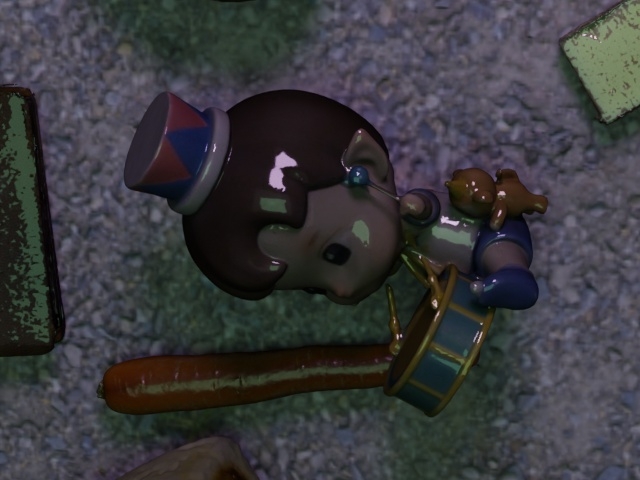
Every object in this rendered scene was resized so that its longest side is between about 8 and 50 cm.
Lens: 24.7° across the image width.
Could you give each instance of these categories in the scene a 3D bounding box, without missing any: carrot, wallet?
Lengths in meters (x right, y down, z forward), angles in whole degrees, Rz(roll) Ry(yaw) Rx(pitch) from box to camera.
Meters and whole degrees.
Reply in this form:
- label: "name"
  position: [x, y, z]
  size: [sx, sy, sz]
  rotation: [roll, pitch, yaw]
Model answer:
- label: "carrot"
  position: [-0.041, 0.097, 1.049]
  size: [0.247, 0.043, 0.043]
  rotation: [-6, 103, 10]
- label: "wallet"
  position: [-0.249, -0.013, 1.063]
  size: [0.110, 0.031, 0.198]
  rotation: [-2, 104, 10]

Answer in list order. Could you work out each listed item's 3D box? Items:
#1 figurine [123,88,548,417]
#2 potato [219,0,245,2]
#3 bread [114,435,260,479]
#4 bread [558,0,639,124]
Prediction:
- label: "figurine"
  position: [0.003, -0.007, 0.952]
  size: [0.275, 0.158, 0.161]
  rotation: [27, 147, 1]
- label: "potato"
  position: [-0.074, -0.247, 0.947]
  size: [0.200, 0.081, 0.164]
  rotation: [39, 116, 2]
- label: "bread"
  position: [-0.183, 0.290, 1.048]
  size: [0.338, 0.187, 0.155]
  rotation: [-34, 100, 17]
- label: "bread"
  position: [0.234, -0.139, 0.944]
  size: [0.153, 0.028, 0.068]
  rotation: [-31, 97, 17]
